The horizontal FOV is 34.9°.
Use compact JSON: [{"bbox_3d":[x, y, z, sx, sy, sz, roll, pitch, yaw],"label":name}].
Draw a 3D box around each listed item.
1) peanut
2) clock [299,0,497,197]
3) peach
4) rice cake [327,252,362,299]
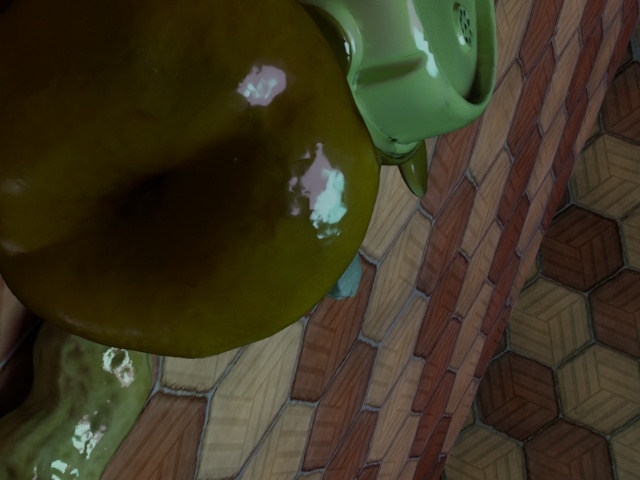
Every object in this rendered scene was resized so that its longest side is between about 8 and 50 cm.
[{"bbox_3d":[-0.192,0.140,0.746,0.229,0.098,0.103,-65,-173,-12],"label":"peanut"},{"bbox_3d":[0.040,-0.199,0.730,0.286,0.117,0.348,-18,98,-65],"label":"clock"},{"bbox_3d":[-0.093,-0.045,0.595,0.153,0.251,0.251,-93,-164,-66],"label":"peach"},{"bbox_3d":[0.000,0.000,1.134,0.063,0.069,0.206,-57,156,-21],"label":"rice cake"}]
